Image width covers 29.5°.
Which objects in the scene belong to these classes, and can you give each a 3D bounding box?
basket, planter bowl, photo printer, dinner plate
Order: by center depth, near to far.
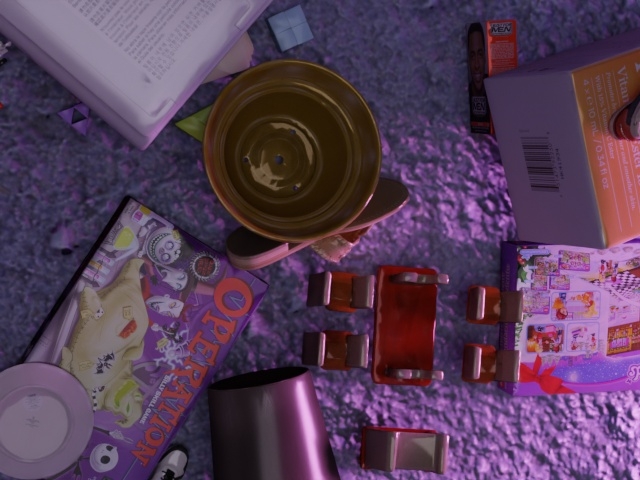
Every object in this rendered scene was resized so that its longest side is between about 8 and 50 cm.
[{"bbox_3d":[-0.235,-0.293,1.360,0.307,0.107,0.256,40,84,-9],"label":"photo printer"},{"bbox_3d":[-0.337,0.214,1.426,0.141,0.017,0.141,-1,96,-15],"label":"dinner plate"},{"bbox_3d":[-0.041,-0.102,1.462,0.217,0.090,0.217,1,86,-14],"label":"planter bowl"},{"bbox_3d":[-0.055,0.277,1.482,0.204,0.154,0.227,-12,94,-55],"label":"basket"}]

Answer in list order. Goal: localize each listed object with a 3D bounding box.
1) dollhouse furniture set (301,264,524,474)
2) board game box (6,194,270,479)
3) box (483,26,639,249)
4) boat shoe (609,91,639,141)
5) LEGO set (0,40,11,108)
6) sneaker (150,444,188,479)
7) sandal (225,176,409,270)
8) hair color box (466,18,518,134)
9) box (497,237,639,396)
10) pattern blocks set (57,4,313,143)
[{"bbox_3d":[0.104,0.162,1.542,0.262,0.135,0.259,6,84,-15],"label":"dollhouse furniture set"},{"bbox_3d":[-0.240,0.145,1.474,0.208,0.056,0.347,33,88,-20],"label":"board game box"},{"bbox_3d":[0.404,-0.145,1.499,0.345,0.168,0.215,-21,103,-26],"label":"box"},{"bbox_3d":[0.381,-0.161,1.366,0.137,0.043,0.049,-44,110,-19],"label":"boat shoe"},{"bbox_3d":[-0.453,-0.156,1.374,0.182,0.060,0.244,7,98,-16],"label":"LEGO set"},{"bbox_3d":[-0.196,0.305,1.506,0.040,0.044,0.109,31,87,-14],"label":"sneaker"},{"bbox_3d":[-0.003,-0.004,1.510,0.240,0.088,0.079,-21,135,-16],"label":"sandal"},{"bbox_3d":[0.218,-0.206,1.533,0.043,0.072,0.141,-5,97,-14],"label":"hair color box"},{"bbox_3d":[0.383,0.099,1.621,0.293,0.057,0.201,-1,96,-14],"label":"box"},{"bbox_3d":[-0.184,-0.250,1.447,0.325,0.026,0.285,-36,104,-8],"label":"pattern blocks set"}]
